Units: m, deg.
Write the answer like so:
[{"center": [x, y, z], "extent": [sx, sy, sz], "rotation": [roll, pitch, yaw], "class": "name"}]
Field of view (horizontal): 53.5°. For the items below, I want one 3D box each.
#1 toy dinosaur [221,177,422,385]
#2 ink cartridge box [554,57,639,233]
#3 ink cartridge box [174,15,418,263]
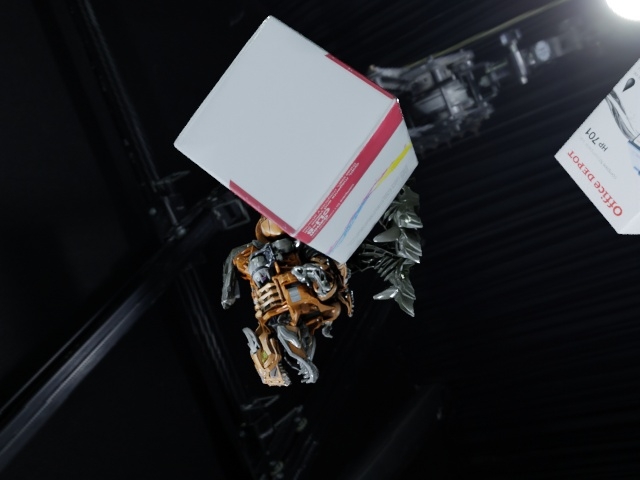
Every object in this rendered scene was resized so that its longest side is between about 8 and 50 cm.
[{"center": [0.000, 0.000, 0.716], "extent": [0.164, 0.218, 0.322], "rotation": [66, -156, -76], "class": "toy dinosaur"}, {"center": [0.395, -0.119, 0.745], "extent": [0.082, 0.191, 0.140], "rotation": [-1, -130, -35], "class": "ink cartridge box"}, {"center": [-0.008, -0.073, 0.544], "extent": [0.128, 0.127, 0.176], "rotation": [36, -179, 17], "class": "ink cartridge box"}]
